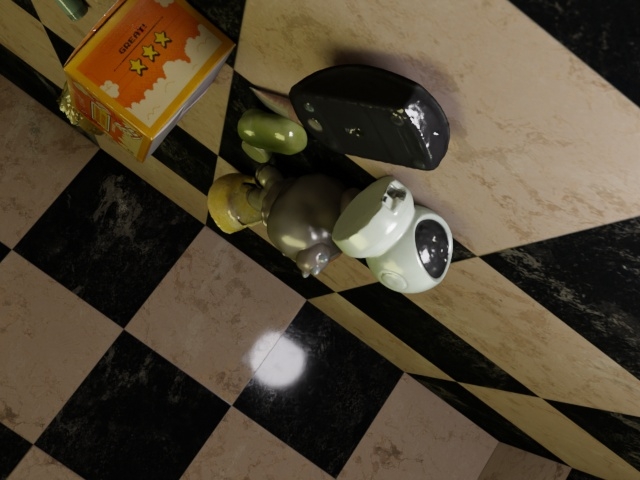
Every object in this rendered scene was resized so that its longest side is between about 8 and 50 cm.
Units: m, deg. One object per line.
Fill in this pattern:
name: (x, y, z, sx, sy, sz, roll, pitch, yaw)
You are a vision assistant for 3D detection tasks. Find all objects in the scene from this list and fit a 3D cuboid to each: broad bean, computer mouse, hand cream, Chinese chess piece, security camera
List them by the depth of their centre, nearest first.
computer mouse: (0.081, -0.207, 0.983, 0.269, 0.100, 0.170, 20, 162, 36)
hand cream: (-0.070, -0.271, 1.261, 0.210, 0.043, 0.067, 30, 171, 44)
security camera: (0.165, 0.005, 1.291, 0.236, 0.194, 0.195, 43, 165, -16)
broad bean: (-0.109, -0.237, 1.367, 0.175, 0.082, 0.124, 26, 173, 32)
Chinese chess piece: (-0.165, -0.239, 1.601, 0.084, 0.034, 0.084, 32, 164, 11)

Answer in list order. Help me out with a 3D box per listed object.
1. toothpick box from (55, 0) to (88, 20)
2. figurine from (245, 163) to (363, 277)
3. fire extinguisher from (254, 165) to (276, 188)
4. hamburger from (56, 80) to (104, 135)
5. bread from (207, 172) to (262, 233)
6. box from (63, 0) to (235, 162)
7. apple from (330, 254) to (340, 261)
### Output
toothpick box: (-0.609, -0.580, 1.487, 0.052, 0.052, 0.083, 24, 161, 39)
figurine: (-0.055, -0.078, 1.510, 0.381, 0.248, 0.203, 34, 171, 48)
fire extinguisher: (-0.122, -0.138, 1.800, 0.075, 0.106, 0.252, -9, 155, 9)
hamburger: (-0.466, -0.372, 1.497, 0.132, 0.211, 0.309, 55, -149, 12)
bread: (-0.249, -0.116, 1.914, 0.171, 0.197, 0.197, 6, 148, 51)
box: (-0.355, -0.337, 1.254, 0.214, 0.259, 0.283, 41, 165, -13)
apple: (0.000, 0.000, 1.797, 0.146, 0.131, 0.146, 39, 167, 10)
